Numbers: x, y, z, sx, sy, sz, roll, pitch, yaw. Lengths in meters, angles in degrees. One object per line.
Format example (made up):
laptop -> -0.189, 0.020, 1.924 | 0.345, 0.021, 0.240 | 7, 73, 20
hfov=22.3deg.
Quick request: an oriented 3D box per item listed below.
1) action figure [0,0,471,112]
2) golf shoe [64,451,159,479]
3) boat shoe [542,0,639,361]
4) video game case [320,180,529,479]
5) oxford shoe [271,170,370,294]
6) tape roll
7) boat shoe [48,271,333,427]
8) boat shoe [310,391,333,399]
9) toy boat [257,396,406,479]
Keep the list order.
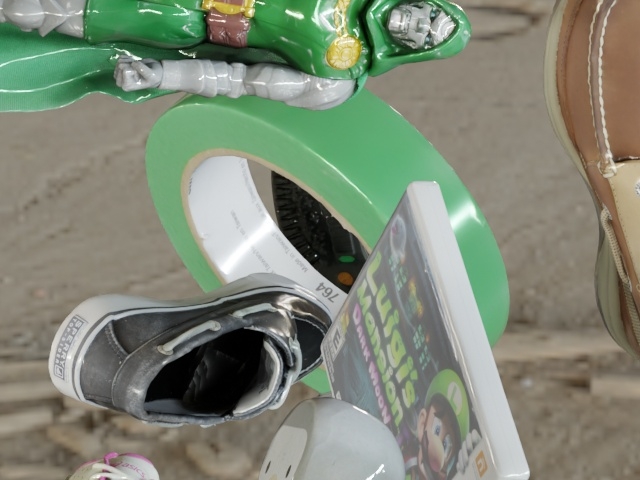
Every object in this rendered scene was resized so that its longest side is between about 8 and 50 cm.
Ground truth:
action figure -> -0.059, -0.096, 0.596 | 0.232, 0.137, 0.063 | 8, 12, -3
golf shoe -> -0.185, 0.228, 1.277 | 0.115, 0.140, 0.306 | 28, -8, -4
boat shoe -> 0.217, -0.028, 0.956 | 0.123, 0.324, 0.116 | -24, 39, -2
video game case -> 0.052, 0.092, 0.925 | 0.022, 0.173, 0.190 | 1, 53, -21
oxford shoe -> 0.028, 0.000, 1.517 | 0.083, 0.227, 0.096 | -18, 18, 34
tape roll -> 0.000, 0.000, 1.312 | 0.321, 0.321, 0.077 | 18, 51, 42
boat shoe -> -0.064, 0.088, 1.212 | 0.102, 0.108, 0.301 | 23, 10, 32
boat shoe -> 0.075, 0.231, 1.018 | 0.105, 0.113, 0.306 | -11, 61, -6
toy boat -> 0.093, 0.158, 0.604 | 0.318, 0.148, 0.267 | 12, -17, 31
